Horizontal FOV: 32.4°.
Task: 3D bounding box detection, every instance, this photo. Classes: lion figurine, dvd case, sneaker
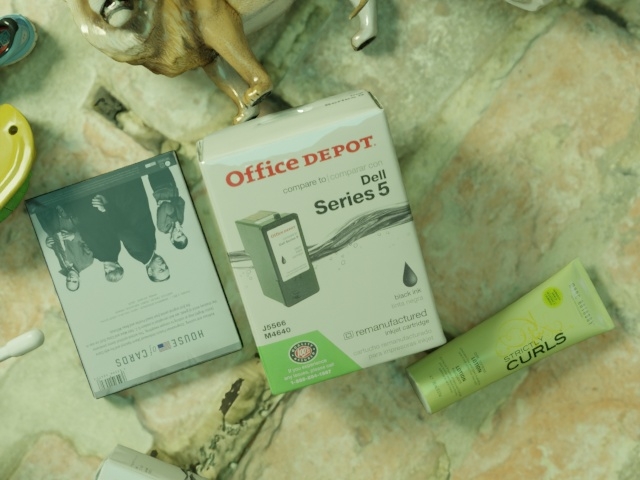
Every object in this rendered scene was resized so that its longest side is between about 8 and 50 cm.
[{"bbox_3d":[-0.068,-0.285,1.197,0.392,0.142,0.240,-34,86,-14],"label":"lion figurine"},{"bbox_3d":[-0.209,0.039,1.244,0.179,0.029,0.238,-19,94,-1],"label":"dvd case"},{"bbox_3d":[-0.387,-0.195,1.203,0.162,0.073,0.063,-42,94,0],"label":"sneaker"}]

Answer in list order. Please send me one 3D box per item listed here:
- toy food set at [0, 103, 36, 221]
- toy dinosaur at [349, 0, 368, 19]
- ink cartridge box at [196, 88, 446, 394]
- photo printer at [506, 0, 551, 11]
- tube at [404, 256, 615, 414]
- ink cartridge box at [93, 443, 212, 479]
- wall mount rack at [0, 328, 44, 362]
[{"bbox_3d":[-0.391,-0.052,1.220,0.128,0.071,0.218,42,89,20],"label":"toy food set"},{"bbox_3d":[0.038,-0.310,1.128,0.112,0.064,0.211,-26,66,-4],"label":"toy dinosaur"},{"bbox_3d":[0.000,0.000,1.178,0.198,0.115,0.272,-17,109,-1],"label":"ink cartridge box"},{"bbox_3d":[0.198,-0.418,1.190,0.307,0.107,0.256,36,83,-4],"label":"photo printer"},{"bbox_3d":[0.213,0.114,1.253,0.240,0.062,0.070,-27,134,-5],"label":"tube"},{"bbox_3d":[-0.164,0.343,1.230,0.219,0.092,0.160,23,91,-3],"label":"ink cartridge box"},{"bbox_3d":[-0.346,0.231,1.121,0.130,0.304,0.350,-28,95,-36],"label":"wall mount rack"}]
